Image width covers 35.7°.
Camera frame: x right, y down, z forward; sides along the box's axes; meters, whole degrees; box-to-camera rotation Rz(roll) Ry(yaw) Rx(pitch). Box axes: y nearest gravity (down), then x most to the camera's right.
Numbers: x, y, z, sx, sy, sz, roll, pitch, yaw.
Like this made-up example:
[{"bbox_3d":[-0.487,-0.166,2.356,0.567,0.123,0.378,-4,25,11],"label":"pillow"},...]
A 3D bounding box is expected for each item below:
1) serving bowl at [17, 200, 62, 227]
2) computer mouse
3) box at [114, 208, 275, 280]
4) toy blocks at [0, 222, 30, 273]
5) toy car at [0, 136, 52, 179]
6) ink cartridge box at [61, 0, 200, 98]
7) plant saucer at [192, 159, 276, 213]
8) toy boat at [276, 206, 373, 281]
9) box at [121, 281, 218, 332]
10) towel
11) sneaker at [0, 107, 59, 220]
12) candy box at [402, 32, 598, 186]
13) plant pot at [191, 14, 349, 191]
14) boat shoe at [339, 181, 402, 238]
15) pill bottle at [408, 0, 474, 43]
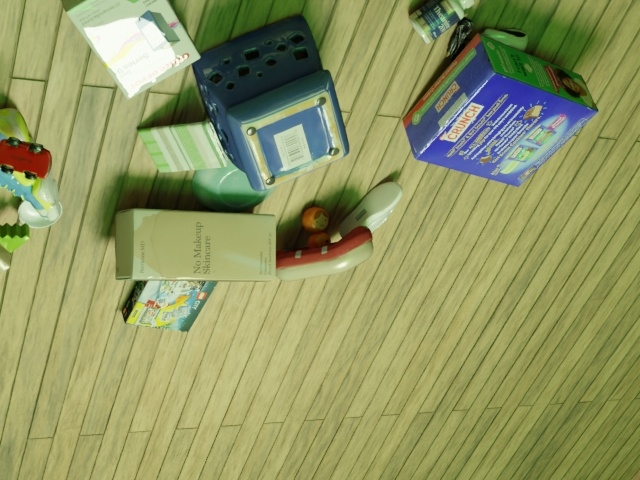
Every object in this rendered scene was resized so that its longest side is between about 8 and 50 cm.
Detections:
[{"bbox_3d":[-0.545,-0.064,1.926,0.083,0.027,0.083,-15,136,-15],"label":"serving bowl"},{"bbox_3d":[0.354,-0.403,2.047,0.193,0.042,0.106,-2,131,-25],"label":"computer mouse"},{"bbox_3d":[-0.255,0.013,2.038,0.311,0.121,0.148,0,87,-29],"label":"box"},{"bbox_3d":[-0.768,0.026,1.815,0.381,0.191,0.261,-36,125,7],"label":"toy blocks"},{"bbox_3d":[-0.588,-0.186,1.705,0.239,0.053,0.225,-17,98,11],"label":"toy car"},{"bbox_3d":[-0.323,-0.370,1.697,0.154,0.093,0.212,-29,139,0],"label":"ink cartridge box"},{"bbox_3d":[-0.167,-0.119,2.059,0.195,0.037,0.195,-14,136,-14],"label":"plant saucer"},{"bbox_3d":[0.000,0.000,2.193,0.231,0.151,0.151,-10,-177,18],"label":"toy boat"},{"bbox_3d":[-0.318,0.099,2.186,0.159,0.044,0.233,12,125,-35],"label":"box"},{"bbox_3d":[-0.262,-0.181,1.911,0.152,0.023,0.113,-2,135,19],"label":"towel"},{"bbox_3d":[-0.567,-0.129,1.817,0.126,0.091,0.240,-15,125,0],"label":"sneaker"},{"bbox_3d":[0.378,-0.264,2.107,0.317,0.122,0.268,11,137,-35],"label":"candy box"},{"bbox_3d":[-0.081,-0.241,1.857,0.236,0.212,0.236,-23,137,-6],"label":"plant pot"},{"bbox_3d":[0.124,-0.060,2.248,0.184,0.066,0.063,-48,144,19],"label":"boat shoe"},{"bbox_3d":[0.236,-0.443,1.930,0.120,0.067,0.067,-36,137,9],"label":"pill bottle"}]
